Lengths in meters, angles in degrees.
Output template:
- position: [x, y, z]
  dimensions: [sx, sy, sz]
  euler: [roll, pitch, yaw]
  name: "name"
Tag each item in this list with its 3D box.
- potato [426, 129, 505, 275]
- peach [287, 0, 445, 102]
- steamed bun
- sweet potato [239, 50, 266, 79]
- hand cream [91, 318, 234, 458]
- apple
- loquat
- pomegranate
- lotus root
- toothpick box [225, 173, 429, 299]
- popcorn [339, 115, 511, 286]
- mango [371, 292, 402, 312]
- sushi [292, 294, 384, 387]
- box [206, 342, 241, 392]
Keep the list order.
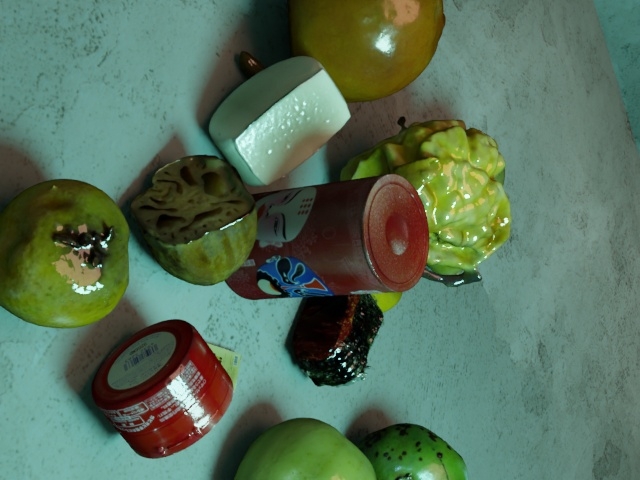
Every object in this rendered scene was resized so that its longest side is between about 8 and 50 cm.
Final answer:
- position: [0.317, -0.086, 2.187]
  dimensions: [0.218, 0.202, 0.351]
  euler: [-16, 111, -63]
  name: "potato"
- position: [0.089, -0.430, 1.798]
  dimensions: [0.343, 0.302, 0.343]
  euler: [177, -90, -86]
  name: "peach"
- position: [-0.081, -0.222, 1.692]
  dimensions: [0.242, 0.164, 0.146]
  euler: [-41, 124, -10]
  name: "steamed bun"
- position: [-0.098, -0.293, 1.789]
  dimensions: [0.182, 0.054, 0.053]
  euler: [58, 36, -26]
  name: "sweet potato"
- position: [-0.242, 0.224, 1.424]
  dimensions: [0.193, 0.193, 0.125]
  euler: [-56, 128, -40]
  name: "hand cream"
- position: [-0.027, 0.457, 1.643]
  dimensions: [0.279, 0.279, 0.279]
  euler: [10, 78, -51]
  name: "apple"
- position: [-0.356, 0.020, 1.296]
  dimensions: [0.213, 0.213, 0.213]
  euler: [10, 78, -51]
  name: "loquat"
- position: [0.179, 0.499, 1.898]
  dimensions: [0.270, 0.254, 0.254]
  euler: [68, 30, -67]
  name: "pomegranate"
- position: [-0.207, -0.019, 1.553]
  dimensions: [0.188, 0.199, 0.180]
  euler: [-22, 142, -15]
  name: "lotus root"
- position: [0.000, 0.000, 1.646]
  dimensions: [0.204, 0.333, 0.204]
  euler: [11, 76, -51]
  name: "toothpick box"
- position: [0.225, -0.079, 1.923]
  dimensions: [0.349, 0.349, 0.381]
  euler: [-23, 92, -51]
  name: "popcorn"
- position: [0.098, 0.073, 1.952]
  dimensions: [0.195, 0.098, 0.137]
  euler: [36, 54, -40]
  name: "mango"
- position: [0.035, 0.178, 1.832]
  dimensions: [0.126, 0.136, 0.225]
  euler: [53, 40, -37]
  name: "sushi"
- position: [-0.198, 0.217, 1.618]
  dimensions: [0.149, 0.020, 0.073]
  euler: [29, 64, -47]
  name: "box"
